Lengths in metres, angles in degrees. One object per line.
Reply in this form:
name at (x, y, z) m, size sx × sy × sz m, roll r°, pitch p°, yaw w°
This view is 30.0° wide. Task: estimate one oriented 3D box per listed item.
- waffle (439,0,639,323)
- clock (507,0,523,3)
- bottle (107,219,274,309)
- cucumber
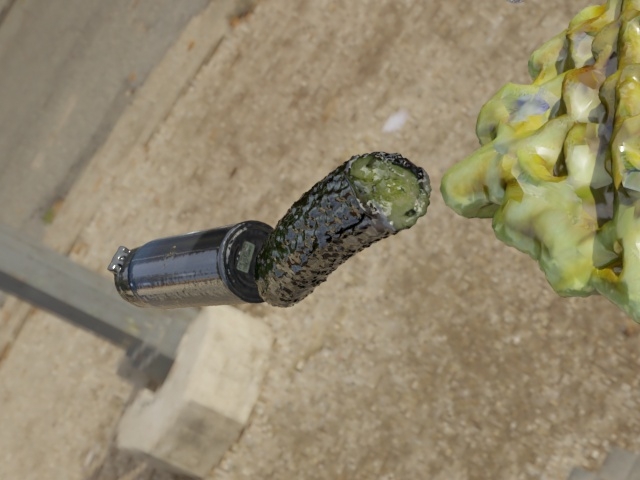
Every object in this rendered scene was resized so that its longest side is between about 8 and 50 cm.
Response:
waffle at (0.156, -0.070, 0.472) m, size 0.223 × 0.054 × 0.204 m, roll -45°, pitch 28°, yaw -4°
clock at (0.189, -0.274, 1.064) m, size 0.087 × 0.041 × 0.129 m, roll 146°, pitch 133°, yaw -71°
bottle at (-0.119, 0.029, 1.128) m, size 0.244 × 0.082 × 0.072 m, roll -7°, pitch 54°, yaw 55°
cucumber at (-0.001, -0.003, 0.879) m, size 0.245 × 0.067 × 0.067 m, roll -35°, pitch 33°, yaw 59°
